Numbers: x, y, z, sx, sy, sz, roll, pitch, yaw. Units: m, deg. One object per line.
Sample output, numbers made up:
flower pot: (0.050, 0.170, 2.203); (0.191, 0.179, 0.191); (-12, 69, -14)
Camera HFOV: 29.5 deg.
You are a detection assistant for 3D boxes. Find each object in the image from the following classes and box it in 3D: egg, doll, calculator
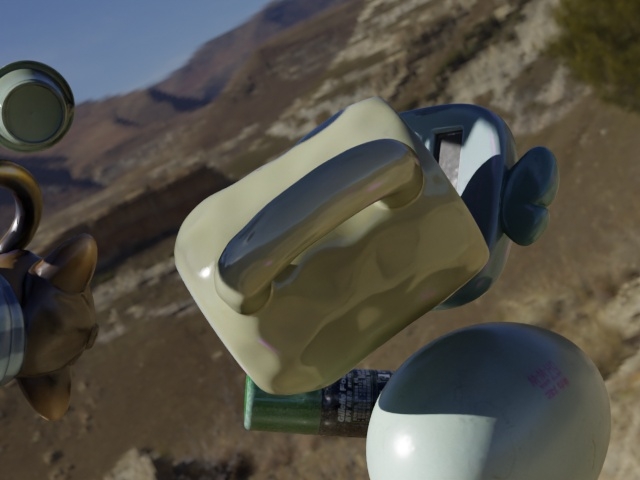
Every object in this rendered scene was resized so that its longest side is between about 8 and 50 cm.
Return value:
egg: (0.146, 0.159, 1.011); (0.183, 0.183, 0.264); (-21, 0, 37)
doll: (-0.410, 0.076, 1.289); (0.339, 0.318, 0.209); (-5, 7, -32)
calculator: (0.091, -0.028, 1.086); (0.041, 0.186, 0.298); (16, -15, -42)

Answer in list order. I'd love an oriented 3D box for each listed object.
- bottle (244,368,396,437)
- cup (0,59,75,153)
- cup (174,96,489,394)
bottle: (0.065, 0.217, 1.619); (0.330, 0.093, 0.093); (4, 5, -5)
cup: (-0.360, -0.164, 1.520); (0.120, 0.120, 0.141); (-28, 18, -14)
cup: (0.011, 0.016, 0.905); (0.202, 0.173, 0.255); (-35, 14, -1)
